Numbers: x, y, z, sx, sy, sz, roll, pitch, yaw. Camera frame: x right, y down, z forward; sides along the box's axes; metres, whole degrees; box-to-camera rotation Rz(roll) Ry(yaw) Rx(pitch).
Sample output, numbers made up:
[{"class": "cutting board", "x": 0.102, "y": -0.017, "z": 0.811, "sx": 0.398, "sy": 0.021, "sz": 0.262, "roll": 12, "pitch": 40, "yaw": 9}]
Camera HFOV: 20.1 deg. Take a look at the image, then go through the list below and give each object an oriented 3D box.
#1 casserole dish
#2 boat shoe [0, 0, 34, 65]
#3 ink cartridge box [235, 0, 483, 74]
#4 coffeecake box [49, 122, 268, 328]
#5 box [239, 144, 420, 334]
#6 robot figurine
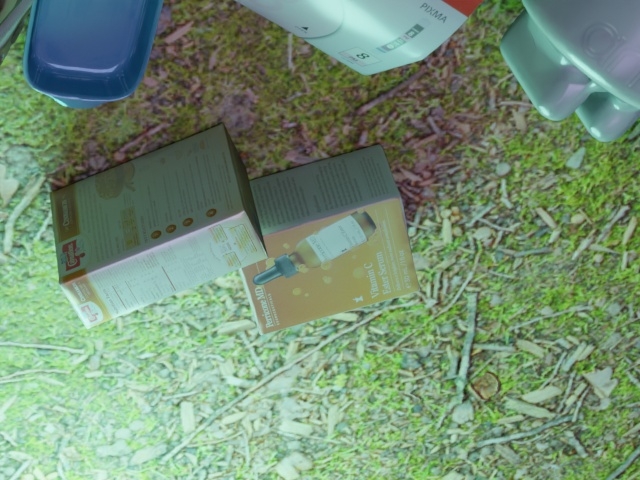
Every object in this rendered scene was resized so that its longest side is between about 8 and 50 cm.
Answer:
[{"class": "casserole dish", "x": -0.204, "y": -0.204, "z": 1.614, "sx": 0.114, "sy": 0.037, "sz": 0.188, "roll": 5, "pitch": 128, "yaw": -18}, {"class": "boat shoe", "x": -0.318, "y": -0.141, "z": 1.466, "sx": 0.113, "sy": 0.302, "sz": 0.103, "roll": 25, "pitch": 139, "yaw": 14}, {"class": "ink cartridge box", "x": 0.045, "y": -0.224, "z": 1.563, "sx": 0.189, "sy": 0.066, "sz": 0.232, "roll": 28, "pitch": 162, "yaw": -31}, {"class": "coffeecake box", "x": -0.156, "y": -0.015, "z": 1.710, "sx": 0.185, "sy": 0.142, "sz": 0.068, "roll": -21, "pitch": 130, "yaw": 4}, {"class": "box", "x": 0.000, "y": 0.000, "z": 1.796, "sx": 0.170, "sy": 0.091, "sz": 0.130, "roll": -16, "pitch": 131, "yaw": -1}, {"class": "robot figurine", "x": 0.315, "y": -0.253, "z": 1.593, "sx": 0.300, "sy": 0.200, "sz": 0.353, "roll": 14, "pitch": 126, "yaw": -41}]
